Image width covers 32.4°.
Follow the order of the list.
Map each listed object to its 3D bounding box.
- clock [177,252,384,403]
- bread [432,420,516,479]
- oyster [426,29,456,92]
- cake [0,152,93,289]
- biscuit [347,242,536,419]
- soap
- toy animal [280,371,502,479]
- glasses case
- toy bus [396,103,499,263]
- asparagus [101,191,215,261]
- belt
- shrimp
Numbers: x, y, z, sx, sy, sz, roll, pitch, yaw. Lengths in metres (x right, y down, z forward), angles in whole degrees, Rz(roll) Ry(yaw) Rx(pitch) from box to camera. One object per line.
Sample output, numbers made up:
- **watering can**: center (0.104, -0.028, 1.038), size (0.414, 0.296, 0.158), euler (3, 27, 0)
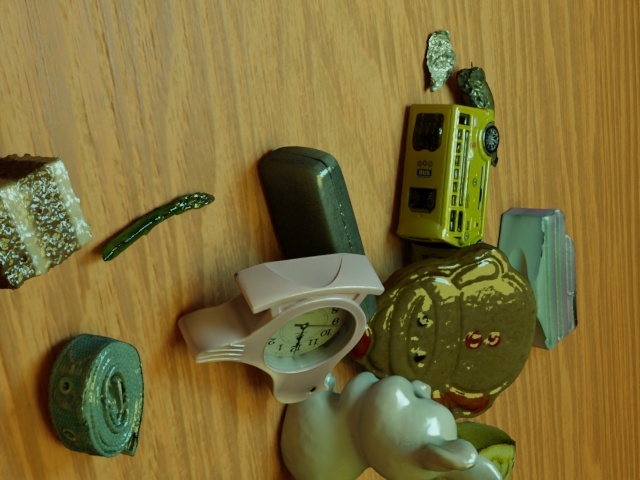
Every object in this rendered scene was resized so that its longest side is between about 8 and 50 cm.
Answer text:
- **clock**: center (-0.076, 0.148, 1.695), size (0.290, 0.080, 0.275), euler (-4, 136, -28)
- **bread**: center (0.314, 0.485, 2.318), size (0.257, 0.124, 0.185), euler (-20, 120, -50)
- **oyster**: center (0.229, -0.344, 2.087), size (0.098, 0.037, 0.100), euler (-40, 127, -41)
- **cake**: center (-0.370, -0.028, 1.296), size (0.147, 0.135, 0.134), euler (-44, 127, -38)
- **biscuit**: center (0.216, 0.178, 2.012), size (0.381, 0.074, 0.358), euler (-1, 106, -22)
- **soap**: center (0.485, 0.079, 2.456), size (0.193, 0.109, 0.323), euler (-30, 121, -46)
- **toy animal**: center (0.116, 0.351, 1.840), size (0.196, 0.368, 0.241), euler (41, 54, -52)
- **glasses case**: center (0.000, 0.000, 1.787), size (0.074, 0.131, 0.323), euler (-41, 128, -36)
- **toy bus**: center (0.229, -0.088, 2.059), size (0.151, 0.145, 0.331), euler (4, 92, -49)
- **asparagus**: center (-0.233, -0.026, 1.563), size (0.236, 0.027, 0.034), euler (-35, 104, -44)
- **belt**: center (-0.303, 0.209, 1.481), size (0.148, 0.082, 0.163), euler (15, 82, -63)
- **shrimp**: center (0.315, -0.238, 2.157), size (0.253, 0.058, 0.173), euler (51, 31, -62)
